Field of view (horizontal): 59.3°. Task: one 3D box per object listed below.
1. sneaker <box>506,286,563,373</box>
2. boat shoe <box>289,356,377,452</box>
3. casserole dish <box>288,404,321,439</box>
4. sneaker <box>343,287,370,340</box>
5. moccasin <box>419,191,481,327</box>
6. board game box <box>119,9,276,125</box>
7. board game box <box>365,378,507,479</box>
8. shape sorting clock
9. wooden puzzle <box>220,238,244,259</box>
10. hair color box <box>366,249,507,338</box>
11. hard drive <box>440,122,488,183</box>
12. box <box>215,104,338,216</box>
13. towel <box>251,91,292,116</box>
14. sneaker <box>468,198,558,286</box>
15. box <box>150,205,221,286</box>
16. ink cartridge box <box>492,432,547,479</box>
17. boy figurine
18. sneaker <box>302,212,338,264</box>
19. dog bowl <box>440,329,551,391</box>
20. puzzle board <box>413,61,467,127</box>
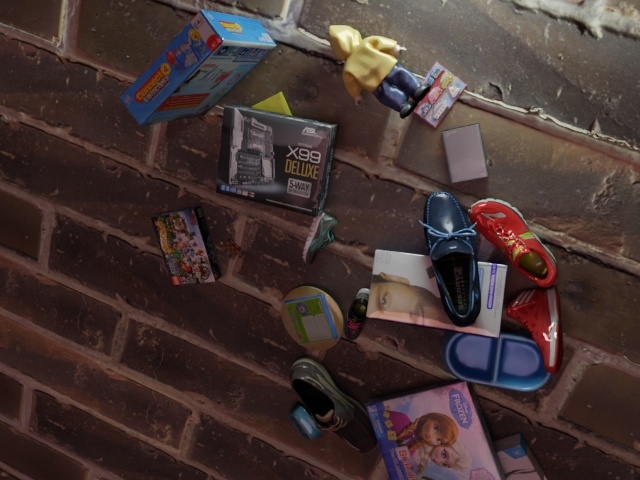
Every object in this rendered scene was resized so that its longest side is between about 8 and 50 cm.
[{"bbox_3d":[0.543,0.228,1.429,0.128,0.221,0.087,-5,148,30],"label":"sneaker"},{"bbox_3d":[0.026,0.519,1.703,0.355,0.130,0.132,45,115,0],"label":"boat shoe"},{"bbox_3d":[-0.054,0.565,1.730,0.114,0.037,0.188,53,159,5],"label":"casserole dish"},{"bbox_3d":[0.102,0.221,1.611,0.063,0.075,0.171,24,113,10],"label":"sneaker"},{"bbox_3d":[0.332,0.034,1.363,0.137,0.117,0.342,-17,74,11],"label":"moccasin"},{"bbox_3d":[-0.296,-0.426,1.404,0.302,0.308,0.086,-36,93,24],"label":"board game box"},{"bbox_3d":[0.328,0.584,1.618,0.317,0.066,0.319,-22,84,23],"label":"board game box"},{"bbox_3d":[-0.025,0.232,1.675,0.206,0.040,0.206,7,109,20],"label":"shape sorting clock"},{"bbox_3d":[-0.271,0.027,1.708,0.083,0.006,0.049,41,115,2],"label":"wooden puzzle"},{"bbox_3d":[0.302,0.138,1.467,0.338,0.110,0.185,6,82,17],"label":"hair color box"},{"bbox_3d":[0.362,-0.218,1.411,0.094,0.022,0.135,-10,104,21],"label":"hard drive"},{"bbox_3d":[-0.121,-0.218,1.516,0.307,0.076,0.243,15,110,14],"label":"box"},{"bbox_3d":[-0.099,-0.278,1.547,0.102,0.021,0.237,-21,100,19],"label":"towel"},{"bbox_3d":[0.485,0.005,1.390,0.279,0.118,0.107,42,114,2],"label":"sneaker"},{"bbox_3d":[-0.414,0.022,1.733,0.159,0.044,0.233,-9,104,20],"label":"box"},{"bbox_3d":[0.568,0.655,1.607,0.104,0.060,0.180,-29,96,24],"label":"ink cartridge box"},{"bbox_3d":[0.125,-0.419,1.381,0.285,0.092,0.177,40,116,7],"label":"boy figurine"},{"bbox_3d":[0.000,0.000,1.582,0.076,0.065,0.167,21,114,7],"label":"sneaker"},{"bbox_3d":[0.469,0.312,1.492,0.297,0.074,0.166,8,89,15],"label":"dog bowl"},{"bbox_3d":[0.286,-0.360,1.396,0.096,0.011,0.128,37,115,4],"label":"puzzle board"}]
